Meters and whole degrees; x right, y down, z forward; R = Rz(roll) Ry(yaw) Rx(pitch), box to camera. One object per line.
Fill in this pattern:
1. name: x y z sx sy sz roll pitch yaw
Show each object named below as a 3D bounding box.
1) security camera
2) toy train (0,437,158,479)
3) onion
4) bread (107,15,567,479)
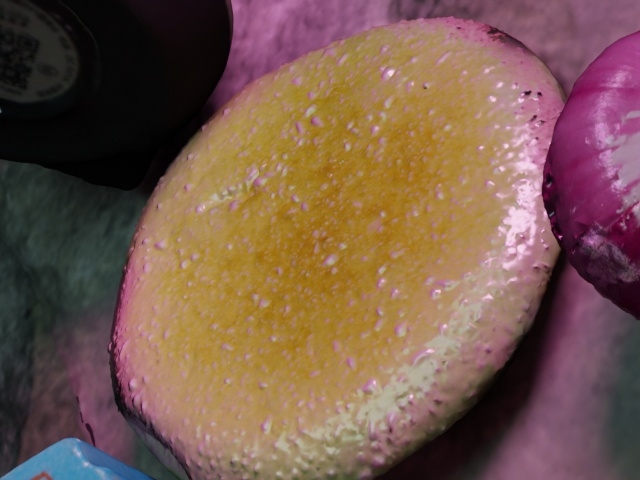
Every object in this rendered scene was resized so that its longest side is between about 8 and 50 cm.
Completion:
1. security camera: -0.112 -0.192 0.863 0.191 0.197 0.277 116 171 -56
2. toy train: -0.097 0.185 0.710 0.163 0.112 0.203 -33 51 21
3. onion: 0.131 -0.017 0.610 0.104 0.115 0.115 100 172 -62
4. bread: 0.000 0.000 0.742 0.228 0.033 0.228 -23 47 28
